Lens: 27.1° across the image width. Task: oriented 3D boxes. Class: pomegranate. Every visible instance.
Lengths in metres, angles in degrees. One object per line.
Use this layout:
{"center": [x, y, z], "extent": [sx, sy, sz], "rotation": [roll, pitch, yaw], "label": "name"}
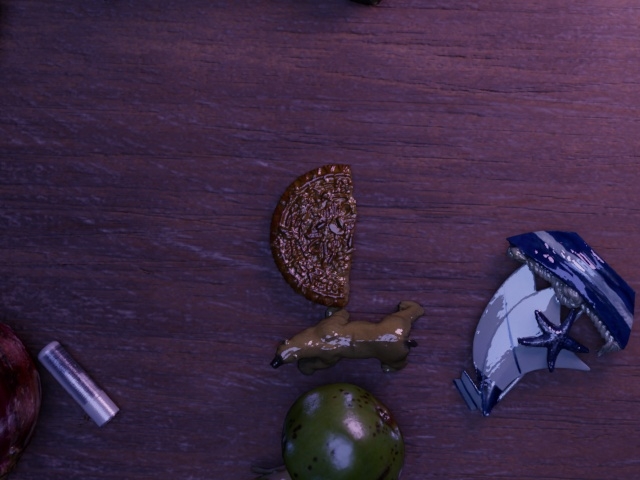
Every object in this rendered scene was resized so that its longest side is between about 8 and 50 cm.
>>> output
{"center": [0.006, 0.303, 1.849], "extent": [0.224, 0.181, 0.181], "rotation": [-35, 89, 23], "label": "pomegranate"}

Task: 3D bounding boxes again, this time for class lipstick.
{"center": [-0.351, 0.207, 1.921], "extent": [0.040, 0.040, 0.141], "rotation": [-42, 88, 3], "label": "lipstick"}

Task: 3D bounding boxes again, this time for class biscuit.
{"center": [-0.011, -0.008, 1.900], "extent": [0.126, 0.025, 0.206], "rotation": [1, 88, 6], "label": "biscuit"}

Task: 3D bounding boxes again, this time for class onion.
{"center": [-0.558, 0.248, 1.831], "extent": [0.336, 0.260, 0.282], "rotation": [-44, 84, 4], "label": "onion"}

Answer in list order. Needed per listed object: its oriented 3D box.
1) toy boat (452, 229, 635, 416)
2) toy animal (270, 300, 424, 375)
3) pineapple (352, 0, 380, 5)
{"center": [0.324, 0.130, 1.874], "extent": [0.210, 0.070, 0.292], "rotation": [20, 96, 7], "label": "toy boat"}
{"center": [0.040, 0.143, 1.868], "extent": [0.218, 0.101, 0.103], "rotation": [-2, 92, 3], "label": "toy animal"}
{"center": [0.086, -0.428, 1.860], "extent": [0.108, 0.108, 0.198], "rotation": [27, 81, 2], "label": "pineapple"}
